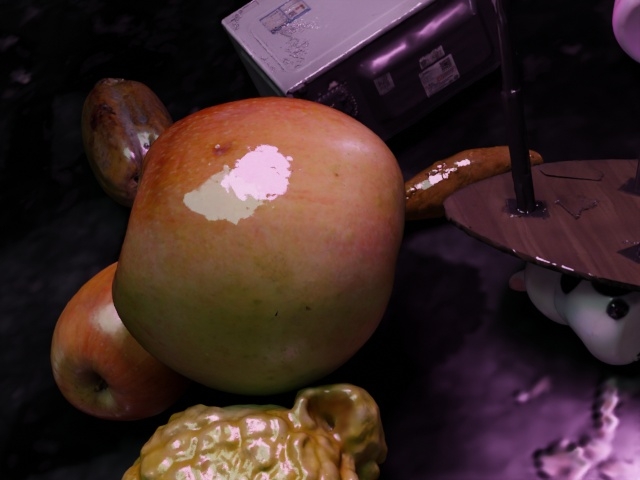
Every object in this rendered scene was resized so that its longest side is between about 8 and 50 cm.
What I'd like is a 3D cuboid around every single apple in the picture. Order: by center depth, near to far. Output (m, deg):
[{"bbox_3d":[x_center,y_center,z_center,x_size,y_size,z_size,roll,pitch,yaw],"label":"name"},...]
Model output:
[{"bbox_3d":[-0.074,0.002,1.626,0.277,0.319,0.319,12,41,-18],"label":"apple"},{"bbox_3d":[-0.219,0.110,1.790,0.199,0.199,0.199,-15,44,15],"label":"apple"}]

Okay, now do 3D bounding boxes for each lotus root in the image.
[{"bbox_3d":[-0.254,-0.131,2.074,0.124,0.123,0.241,-5,36,-18],"label":"lotus root"}]

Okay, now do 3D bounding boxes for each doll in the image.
[{"bbox_3d":[0.289,0.053,1.621,0.110,0.107,0.181,-55,34,4],"label":"doll"}]

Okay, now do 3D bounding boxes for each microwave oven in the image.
[{"bbox_3d":[0.064,-0.253,1.980,0.295,0.181,0.237,-34,44,-5],"label":"microwave oven"}]

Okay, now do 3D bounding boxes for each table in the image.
[{"bbox_3d":[0.291,-0.127,1.578,0.317,0.249,0.317,3,28,-1],"label":"table"}]

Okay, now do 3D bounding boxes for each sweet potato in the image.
[{"bbox_3d":[0.134,-0.060,1.840,0.274,0.067,0.067,-19,42,-4],"label":"sweet potato"}]

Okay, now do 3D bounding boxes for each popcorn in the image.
[{"bbox_3d":[-0.062,0.274,1.552,0.286,0.173,0.225,-14,58,0],"label":"popcorn"}]

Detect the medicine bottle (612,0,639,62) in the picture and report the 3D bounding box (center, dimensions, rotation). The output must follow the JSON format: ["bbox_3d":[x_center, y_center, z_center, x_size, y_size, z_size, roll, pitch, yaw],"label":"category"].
[{"bbox_3d":[0.446,-0.339,1.885,0.152,0.152,0.254,-2,50,26],"label":"medicine bottle"}]
